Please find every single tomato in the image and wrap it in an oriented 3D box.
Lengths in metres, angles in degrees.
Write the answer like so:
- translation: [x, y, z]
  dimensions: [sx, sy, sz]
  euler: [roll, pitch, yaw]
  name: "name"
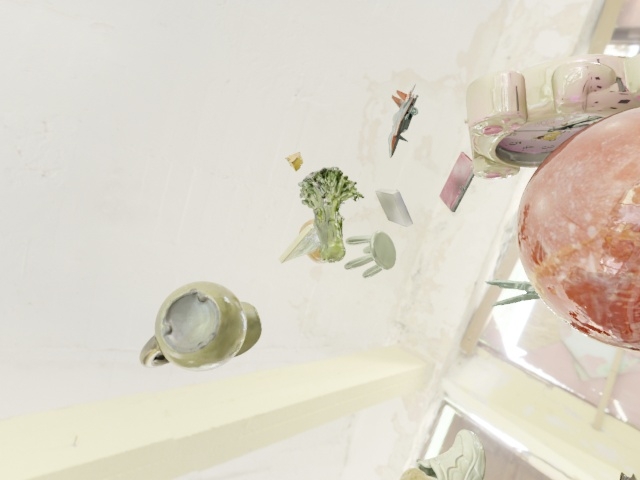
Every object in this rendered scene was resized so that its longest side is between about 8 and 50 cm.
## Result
- translation: [0.352, -0.019, 0.452]
  dimensions: [0.270, 0.227, 0.270]
  euler: [-10, -59, -17]
  name: "tomato"

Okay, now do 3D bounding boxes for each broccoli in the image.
- translation: [0.021, -0.063, 1.060]
  dimensions: [0.145, 0.304, 0.165]
  euler: [26, -52, -29]
  name: "broccoli"

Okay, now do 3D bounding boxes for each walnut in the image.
- translation: [0.000, 0.000, 1.944]
  dimensions: [0.193, 0.226, 0.193]
  euler: [-39, -7, -5]
  name: "walnut"

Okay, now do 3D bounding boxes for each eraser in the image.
- translation: [0.207, -0.098, 1.158]
  dimensions: [0.023, 0.150, 0.104]
  euler: [-28, -76, -5]
  name: "eraser"

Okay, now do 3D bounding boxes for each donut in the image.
- translation: [-0.081, -0.235, 1.225]
  dimensions: [0.038, 0.083, 0.067]
  euler: [52, -123, -26]
  name: "donut"

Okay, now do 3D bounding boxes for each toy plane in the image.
- translation: [0.352, -0.507, 1.768]
  dimensions: [0.104, 0.223, 0.327]
  euler: [10, -99, -12]
  name: "toy plane"

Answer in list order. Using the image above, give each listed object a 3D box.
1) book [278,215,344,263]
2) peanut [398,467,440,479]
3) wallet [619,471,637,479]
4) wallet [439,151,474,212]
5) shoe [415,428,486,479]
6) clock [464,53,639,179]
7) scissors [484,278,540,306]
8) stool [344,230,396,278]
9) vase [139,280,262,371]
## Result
- translation: [-0.030, -0.008, 1.587]
  dimensions: [0.202, 0.027, 0.264]
  euler: [-49, -15, 29]
  name: "book"
- translation: [0.243, 0.550, 0.754]
  dimensions: [0.111, 0.274, 0.125]
  euler: [29, -86, -38]
  name: "peanut"
- translation: [0.763, 0.665, 0.959]
  dimensions: [0.110, 0.031, 0.198]
  euler: [-32, -85, -45]
  name: "wallet"
- translation: [0.574, -0.243, 1.697]
  dimensions: [0.025, 0.119, 0.232]
  euler: [-4, -46, -21]
  name: "wallet"
- translation: [0.426, 0.765, 1.355]
  dimensions: [0.342, 0.210, 0.132]
  euler: [-56, -13, -50]
  name: "shoe"
- translation: [0.431, -0.218, 0.741]
  dimensions: [0.284, 0.309, 0.114]
  euler: [34, -125, -62]
  name: "clock"
- translation: [0.662, 0.143, 1.143]
  dimensions: [0.256, 0.383, 0.029]
  euler: [58, -136, -20]
  name: "scissors"
- translation: [0.242, 0.066, 2.009]
  dimensions: [0.195, 0.198, 0.196]
  euler: [28, -124, -40]
  name: "stool"
- translation: [-0.355, 0.269, 1.160]
  dimensions: [0.329, 0.241, 0.302]
  euler: [-28, -18, -3]
  name: "vase"
